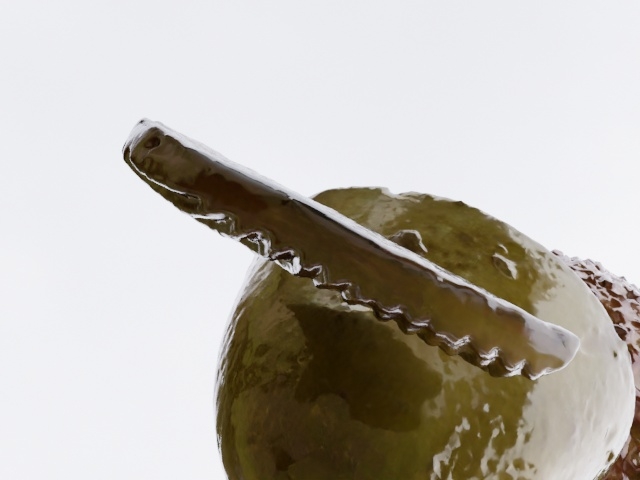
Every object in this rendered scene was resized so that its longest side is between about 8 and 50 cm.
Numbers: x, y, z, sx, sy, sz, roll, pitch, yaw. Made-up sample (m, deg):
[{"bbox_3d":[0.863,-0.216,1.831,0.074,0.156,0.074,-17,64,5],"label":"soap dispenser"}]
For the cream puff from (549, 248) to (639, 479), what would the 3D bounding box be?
[{"bbox_3d":[0.172,0.161,1.292,0.228,0.350,0.350,-18,-124,27],"label":"cream puff"}]

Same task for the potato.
[{"bbox_3d":[0.031,0.086,0.908,0.178,0.203,0.158,-49,-179,31],"label":"potato"}]

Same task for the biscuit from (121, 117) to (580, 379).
[{"bbox_3d":[0.000,0.001,0.820,0.031,0.176,0.228,-62,-157,1],"label":"biscuit"}]
